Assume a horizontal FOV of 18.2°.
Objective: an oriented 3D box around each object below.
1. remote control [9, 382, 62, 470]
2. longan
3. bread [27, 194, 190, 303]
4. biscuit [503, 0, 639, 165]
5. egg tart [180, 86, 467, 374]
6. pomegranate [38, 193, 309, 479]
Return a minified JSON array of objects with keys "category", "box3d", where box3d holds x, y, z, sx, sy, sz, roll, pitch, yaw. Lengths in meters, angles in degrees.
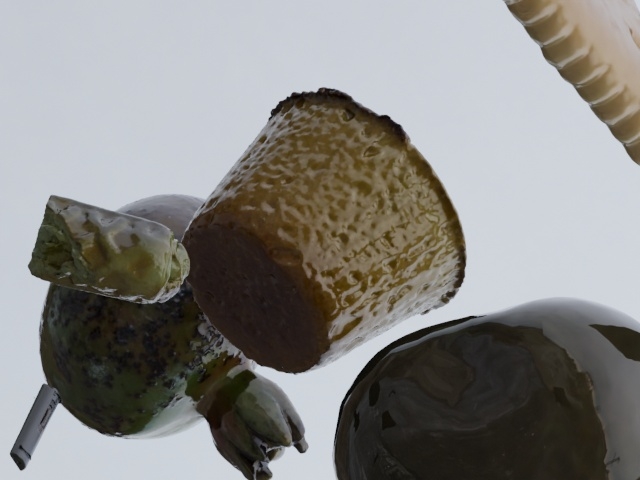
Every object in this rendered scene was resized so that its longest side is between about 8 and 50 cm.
[{"category":"remote control","box3d":[-0.277,0.182,1.955,0.016,0.091,0.034,0,-44,24]},{"category":"longan","box3d":[0.131,0.148,1.365,0.215,0.246,0.246,-120,-162,-80]},{"category":"bread","box3d":[-0.144,0.010,1.372,0.066,0.110,0.060,58,48,-87]},{"category":"biscuit","box3d":[0.081,-0.149,0.860,0.250,0.030,0.160,44,25,-40]},{"category":"egg tart","box3d":[0.000,0.000,1.575,0.215,0.171,0.215,29,-39,26]},{"category":"pomegranate","box3d":[-0.138,0.116,2.164,0.341,0.285,0.285,44,-36,18]}]
